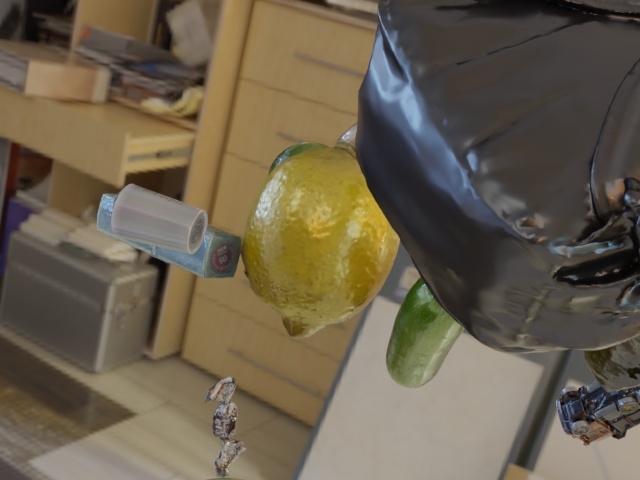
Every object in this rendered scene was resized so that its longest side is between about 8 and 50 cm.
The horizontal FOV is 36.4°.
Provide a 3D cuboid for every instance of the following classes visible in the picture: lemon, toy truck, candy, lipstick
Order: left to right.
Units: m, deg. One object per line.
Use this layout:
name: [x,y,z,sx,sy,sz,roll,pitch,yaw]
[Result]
lipstick: [-0.254,-0.012,1.583,0.289,0.077,0.076,20,13,38]
candy: [-0.200,0.393,2.043,0.051,0.226,0.094,12,25,30]
lemon: [0.000,0.000,1.535,0.245,0.320,0.245,16,4,-1]
toy truck: [0.493,0.265,1.606,0.092,0.192,0.083,36,33,-36]

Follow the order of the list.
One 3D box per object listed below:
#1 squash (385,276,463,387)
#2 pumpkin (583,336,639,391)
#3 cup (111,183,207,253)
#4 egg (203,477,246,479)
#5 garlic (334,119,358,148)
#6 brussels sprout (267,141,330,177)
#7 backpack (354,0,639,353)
squash: [0.159,0.125,1.434,0.101,0.101,0.379,14,-27,2]
pumpkin: [0.461,0.053,1.221,0.148,0.312,0.169,44,-7,-7]
cup: [-0.210,-0.030,1.302,0.116,0.074,0.104,15,14,12]
egg: [-0.113,0.456,1.396,0.295,0.218,0.218,0,10,26]
garlic: [0.151,-0.208,1.682,0.228,0.110,0.217,-19,-3,35]
brussels sprout: [-0.025,-0.099,2.132,0.244,0.244,0.244,13,17,-4]
backpack: [0.266,-0.108,0.775,0.445,0.255,0.363,-17,50,-14]
